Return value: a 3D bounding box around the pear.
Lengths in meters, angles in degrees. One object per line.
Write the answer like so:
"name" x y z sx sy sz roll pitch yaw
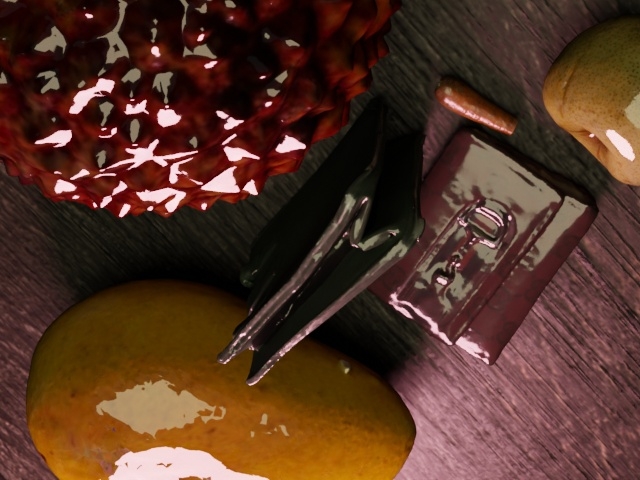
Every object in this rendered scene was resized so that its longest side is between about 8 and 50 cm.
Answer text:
"pear" 0.299 -0.135 1.038 0.167 0.167 0.136 42 100 -8

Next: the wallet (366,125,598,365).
"wallet" 0.170 0.006 1.190 0.182 0.049 0.229 32 115 1

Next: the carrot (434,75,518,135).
"carrot" 0.160 -0.139 1.136 0.093 0.032 0.032 28 117 -7

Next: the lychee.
"lychee" -0.164 -0.220 0.966 0.500 0.424 0.424 -13 112 36

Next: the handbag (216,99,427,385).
"handbag" 0.002 0.001 1.114 0.079 0.247 0.260 36 115 -11

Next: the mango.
"mango" -0.113 0.193 1.255 0.445 0.220 0.301 5 110 0
